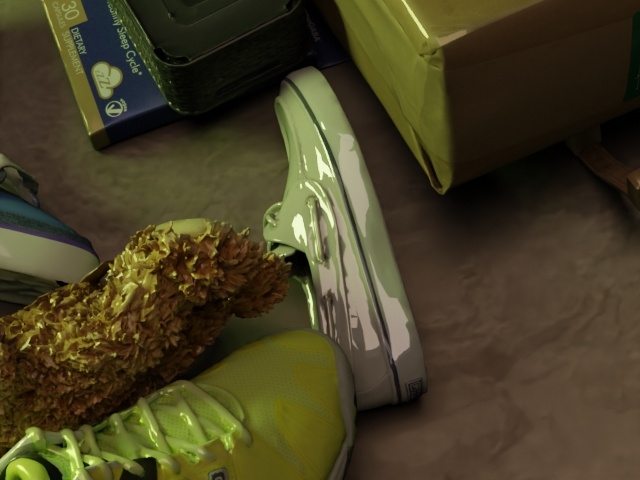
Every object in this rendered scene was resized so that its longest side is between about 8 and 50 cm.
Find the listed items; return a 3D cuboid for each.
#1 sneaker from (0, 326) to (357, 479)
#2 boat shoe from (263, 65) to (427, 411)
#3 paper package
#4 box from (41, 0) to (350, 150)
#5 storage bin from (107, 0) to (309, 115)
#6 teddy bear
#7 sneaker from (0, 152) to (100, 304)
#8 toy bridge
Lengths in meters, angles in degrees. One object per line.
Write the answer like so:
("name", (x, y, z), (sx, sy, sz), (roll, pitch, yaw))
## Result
("sneaker", (-0.121, 0.172, 1.229), (0.145, 0.147, 0.384), (31, 57, 33))
("boat shoe", (0.000, 0.000, 1.406), (0.088, 0.096, 0.267), (-15, 76, -7))
("paper package", (0.154, -0.237, 1.406), (0.325, 0.168, 0.309), (-24, 57, -12))
("box", (-0.094, -0.171, 1.510), (0.225, 0.036, 0.136), (-20, 68, -5))
("storage bin", (-0.098, -0.202, 1.458), (0.122, 0.084, 0.180), (-28, 69, -8))
("teddy bear", (-0.168, 0.092, 1.301), (0.338, 0.245, 0.113), (-28, 80, -10))
("sneaker", (-0.284, -0.098, 1.440), (0.323, 0.130, 0.236), (15, 75, 17))
("toy bridge", (0.195, -0.089, 1.438), (0.026, 0.063, 0.188), (-31, 56, -8))
